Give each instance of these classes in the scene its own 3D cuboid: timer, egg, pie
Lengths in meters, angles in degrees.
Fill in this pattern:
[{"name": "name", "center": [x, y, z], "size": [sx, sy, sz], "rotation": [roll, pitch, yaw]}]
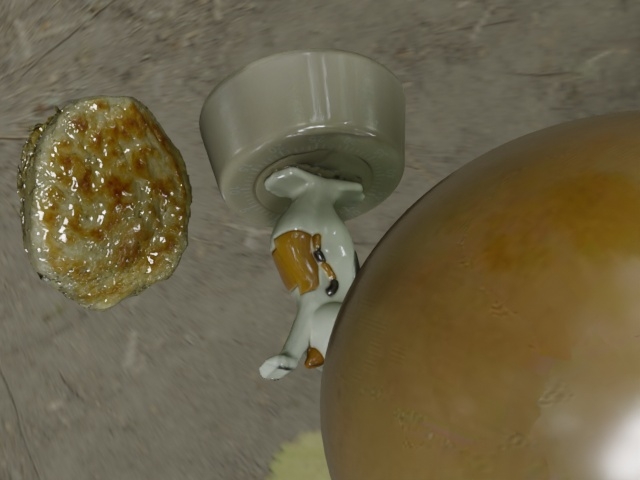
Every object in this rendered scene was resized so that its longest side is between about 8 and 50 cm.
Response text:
[{"name": "timer", "center": [0.000, 0.000, 1.521], "size": [0.175, 0.175, 0.266], "rotation": [-1, 59, -11]}, {"name": "egg", "center": [0.181, 0.078, 1.024], "size": [0.374, 0.301, 0.301], "rotation": [-16, 96, -23]}, {"name": "pie", "center": [-0.192, -0.033, 1.670], "size": [0.163, 0.079, 0.193], "rotation": [3, 96, -24]}]
